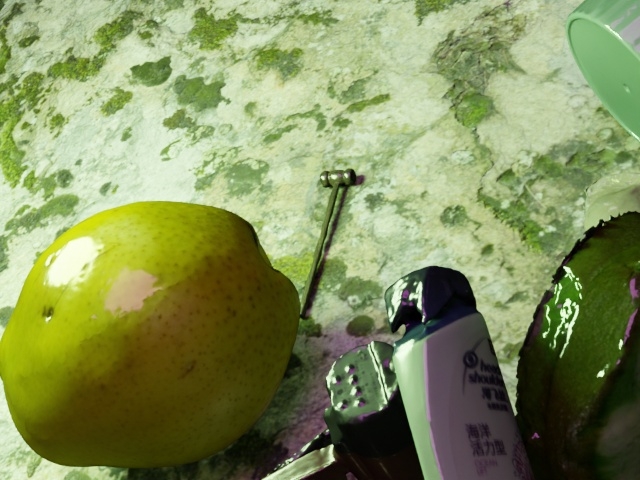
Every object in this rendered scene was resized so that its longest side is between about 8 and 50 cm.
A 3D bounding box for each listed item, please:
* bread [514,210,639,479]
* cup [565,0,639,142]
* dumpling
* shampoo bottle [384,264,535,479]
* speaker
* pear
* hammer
[{"bbox_3d":[0.360,0.117,1.060,0.129,0.366,0.382,24,75,44],"label":"bread"},{"bbox_3d":[0.572,-0.318,1.368,0.392,0.310,0.401,-38,7,0],"label":"cup"},{"bbox_3d":[0.418,-0.009,1.343,0.136,0.118,0.199,-19,65,17],"label":"dumpling"},{"bbox_3d":[0.137,0.196,0.954,0.078,0.134,0.359,-31,61,34],"label":"shampoo bottle"},{"bbox_3d":[0.066,0.251,1.161,0.259,0.329,0.198,-13,45,30],"label":"speaker"},{"bbox_3d":[-0.234,0.133,1.414,0.418,0.362,0.362,-29,42,0],"label":"pear"},{"bbox_3d":[0.000,0.000,1.648,0.058,0.029,0.292,-6,50,28],"label":"hammer"}]
